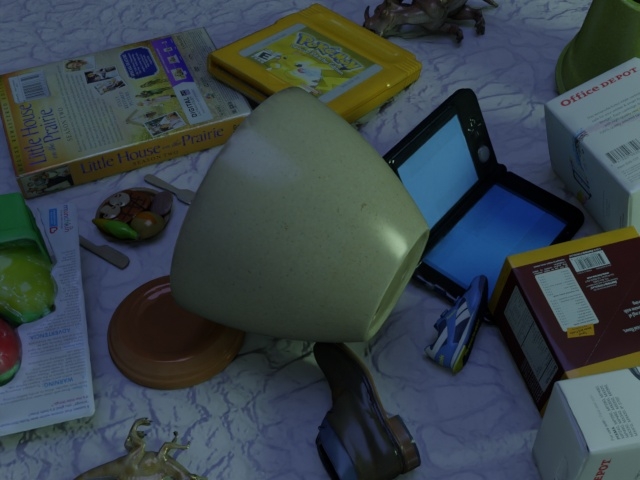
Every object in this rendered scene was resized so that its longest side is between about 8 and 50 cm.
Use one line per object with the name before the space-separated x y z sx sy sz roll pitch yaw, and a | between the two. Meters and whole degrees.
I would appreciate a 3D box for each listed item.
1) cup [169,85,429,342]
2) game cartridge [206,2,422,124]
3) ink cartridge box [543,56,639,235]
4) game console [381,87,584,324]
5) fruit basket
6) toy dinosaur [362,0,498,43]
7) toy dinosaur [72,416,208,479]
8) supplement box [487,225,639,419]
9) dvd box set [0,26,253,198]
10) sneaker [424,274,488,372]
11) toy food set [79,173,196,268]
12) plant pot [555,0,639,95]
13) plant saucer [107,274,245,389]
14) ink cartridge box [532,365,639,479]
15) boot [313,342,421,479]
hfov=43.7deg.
cup | 0.000 0.000 1.038 0.237 0.331 0.331 28 54 13
game cartridge | -0.002 -0.331 1.504 0.285 0.052 0.324 33 49 21
ink cartridge box | 0.485 -0.130 1.243 0.171 0.168 0.232 -26 50 0
game console | 0.241 -0.063 1.217 0.173 0.250 0.293 8 41 46
fruit basket | -0.487 0.117 1.108 0.327 0.165 0.353 -12 64 -8
toy dinosaur | 0.239 -0.504 1.654 0.296 0.127 0.200 -28 46 -29
toy dinosaur | -0.230 0.274 0.994 0.183 0.053 0.092 0 49 2
supplement box | 0.358 0.112 1.056 0.191 0.129 0.194 -13 57 -10
dvd box set | -0.366 -0.248 1.472 0.420 0.062 0.307 -18 50 -15
sneaker | 0.192 0.109 1.111 0.059 0.053 0.144 17 71 29
toy food set | -0.303 -0.048 1.301 0.132 0.038 0.192 24 53 22
plant pot | 0.563 -0.363 1.380 0.276 0.254 0.276 -4 61 7
plant saucer | -0.208 0.120 1.146 0.200 0.037 0.200 -1 48 1
ink cartridge box | 0.386 0.228 0.935 0.237 0.172 0.100 -9 47 -6
boot | 0.024 0.218 1.018 0.106 0.082 0.219 -23 53 -22
